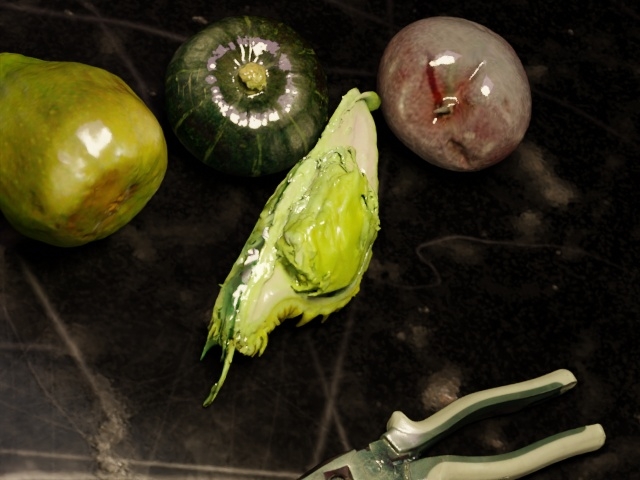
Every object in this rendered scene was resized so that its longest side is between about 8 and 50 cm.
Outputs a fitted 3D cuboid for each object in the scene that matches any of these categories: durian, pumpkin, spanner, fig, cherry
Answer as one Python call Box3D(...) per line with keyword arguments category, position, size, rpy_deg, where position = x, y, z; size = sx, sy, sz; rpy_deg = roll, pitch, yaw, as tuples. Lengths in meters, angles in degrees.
Box3D(category="durian", position=(-0.006, -0.001, 1.610), size=(0.106, 0.132, 0.375), rpy_deg=(21, 60, 12))
Box3D(category="pumpkin", position=(-0.071, -0.144, 1.685), size=(0.167, 0.125, 0.167), rpy_deg=(14, 53, -20))
Box3D(category="spanner", position=(0.115, 0.195, 1.564), size=(0.324, 0.040, 0.096), rpy_deg=(-13, 61, -25))
Box3D(category="fig", position=(-0.238, -0.086, 1.596), size=(0.167, 0.167, 0.233), rpy_deg=(-8, 23, -21))
Box3D(category="cherry", position=(0.136, -0.156, 1.746), size=(0.176, 0.140, 0.176), rpy_deg=(28, 29, -17))
